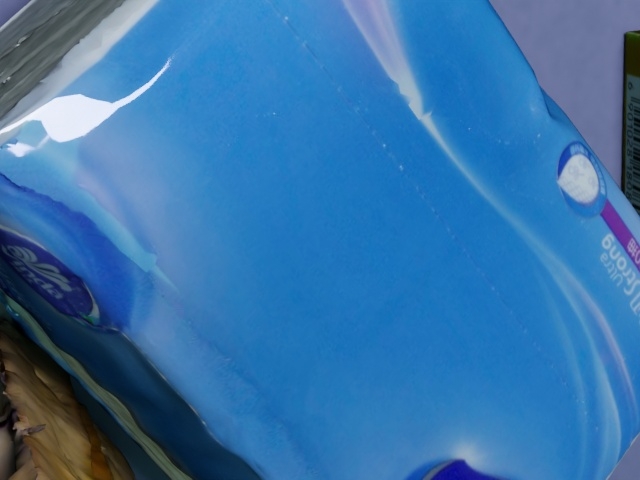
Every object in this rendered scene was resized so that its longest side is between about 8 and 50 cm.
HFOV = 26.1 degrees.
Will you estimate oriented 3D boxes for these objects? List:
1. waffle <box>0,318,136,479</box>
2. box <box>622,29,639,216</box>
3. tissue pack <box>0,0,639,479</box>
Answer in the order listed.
[{"bbox_3d":[-0.214,0.203,0.475,0.376,0.261,0.114,-39,108,-5],"label":"waffle"},{"bbox_3d":[0.240,-0.050,0.678,0.193,0.030,0.121,-8,108,-15],"label":"box"},{"bbox_3d":[0.000,0.000,0.529,0.198,0.146,0.263,-49,117,-21],"label":"tissue pack"}]
